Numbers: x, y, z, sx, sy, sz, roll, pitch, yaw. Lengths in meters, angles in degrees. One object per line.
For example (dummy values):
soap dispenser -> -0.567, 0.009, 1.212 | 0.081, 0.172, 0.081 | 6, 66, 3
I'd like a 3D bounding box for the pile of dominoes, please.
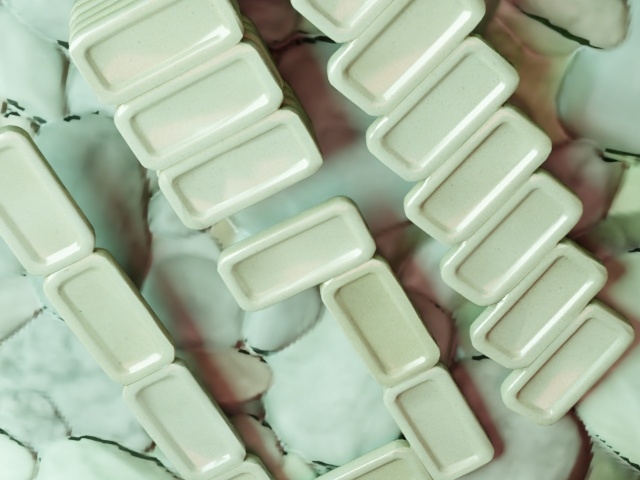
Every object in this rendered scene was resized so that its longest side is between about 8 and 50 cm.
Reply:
pile of dominoes -> 0.000, 0.000, 0.575 | 0.196, 0.040, 0.251 | -26, 120, 8
